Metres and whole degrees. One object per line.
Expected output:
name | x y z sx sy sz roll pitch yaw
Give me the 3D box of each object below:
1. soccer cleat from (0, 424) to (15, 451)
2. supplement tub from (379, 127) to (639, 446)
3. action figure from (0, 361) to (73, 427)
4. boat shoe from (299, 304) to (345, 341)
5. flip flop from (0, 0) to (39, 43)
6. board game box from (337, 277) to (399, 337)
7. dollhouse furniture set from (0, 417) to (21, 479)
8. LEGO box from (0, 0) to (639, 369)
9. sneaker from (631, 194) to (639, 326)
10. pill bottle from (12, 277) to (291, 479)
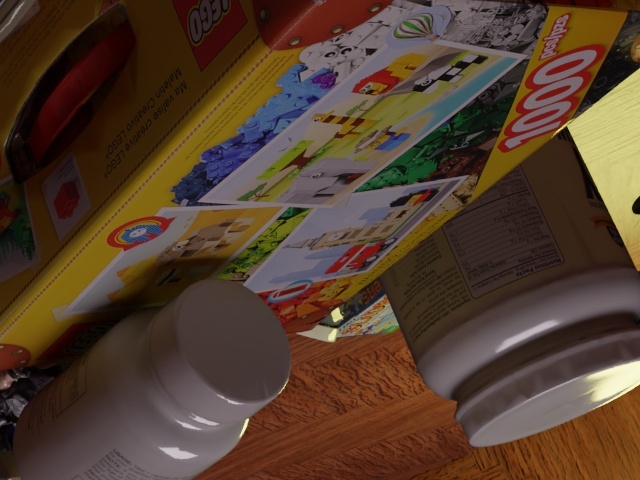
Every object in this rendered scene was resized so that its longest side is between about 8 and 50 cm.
soccer cleat | -0.299 0.262 1.961 0.289 0.093 0.121 -11 151 -30
supplement tub | 0.175 0.015 1.468 0.235 0.324 0.235 -20 161 -7
action figure | -0.275 0.154 1.681 0.285 0.099 0.185 -26 153 2
boat shoe | -0.067 0.035 1.657 0.319 0.116 0.099 25 87 -56
flip flop | -0.199 -0.153 0.843 0.277 0.112 0.080 -39 170 27
board game box | 0.105 0.067 1.964 0.136 0.035 0.201 -3 153 -44
dollhouse furniture set | -0.449 0.385 1.714 0.198 0.303 0.286 -4 138 -41
LEGO box | -0.036 -0.107 1.119 0.372 0.193 0.500 -5 154 -41
sneaker | 0.433 -0.074 1.544 0.185 0.482 0.202 43 158 -31
pill bottle | -0.128 0.125 1.140 0.131 0.131 0.229 -3 154 -43
